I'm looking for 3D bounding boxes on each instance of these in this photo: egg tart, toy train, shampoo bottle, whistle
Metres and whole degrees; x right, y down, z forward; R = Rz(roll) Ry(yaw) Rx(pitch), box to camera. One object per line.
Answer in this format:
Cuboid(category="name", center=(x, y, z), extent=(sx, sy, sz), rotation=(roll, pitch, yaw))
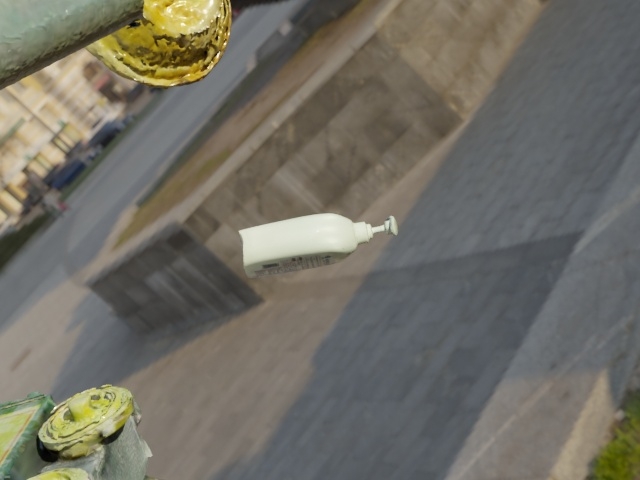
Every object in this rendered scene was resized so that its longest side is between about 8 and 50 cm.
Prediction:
Cuboid(category="egg tart", center=(-0.161, -0.246, 1.093), extent=(0.074, 0.191, 0.191), rotation=(-17, 32, 54))
Cuboid(category="toy train", center=(-0.220, 0.223, 0.873), extent=(0.177, 0.134, 0.261), rotation=(-18, 20, 14))
Cuboid(category="shampoo bottle", center=(0.000, 0.000, 1.052), extent=(0.152, 0.045, 0.077), rotation=(-9, -17, 2))
Cuboid(category="whistle", center=(-0.181, -0.094, 0.550), extent=(0.068, 0.057, 0.326), rotation=(5, 29, 31))
